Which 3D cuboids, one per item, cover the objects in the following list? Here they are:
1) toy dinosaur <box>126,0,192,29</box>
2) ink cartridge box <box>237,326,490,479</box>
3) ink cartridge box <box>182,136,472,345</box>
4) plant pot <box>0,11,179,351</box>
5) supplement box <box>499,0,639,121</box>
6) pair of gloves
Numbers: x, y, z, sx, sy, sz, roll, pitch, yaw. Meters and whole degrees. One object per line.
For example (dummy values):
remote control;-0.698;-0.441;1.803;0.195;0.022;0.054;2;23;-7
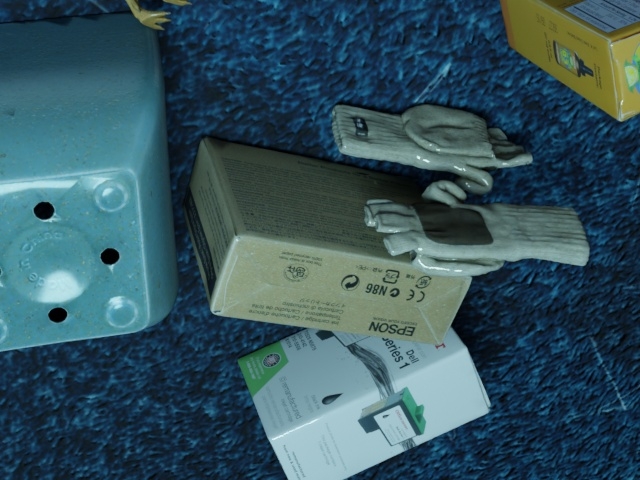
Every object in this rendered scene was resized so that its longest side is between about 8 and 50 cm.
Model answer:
toy dinosaur;-0.157;-0.249;1.062;0.211;0.112;0.064;-7;159;-14
ink cartridge box;0.043;0.149;1.257;0.219;0.160;0.092;-25;120;-4
ink cartridge box;0.000;0.000;1.149;0.234;0.193;0.088;10;117;-20
plant pot;-0.238;-0.033;1.029;0.248;0.252;0.247;-7;118;-13
supplement box;0.244;-0.191;1.102;0.080;0.233;0.078;-20;120;-6
pair of gloves;0.125;-0.048;1.142;0.204;0.240;0.042;-1;130;-17
